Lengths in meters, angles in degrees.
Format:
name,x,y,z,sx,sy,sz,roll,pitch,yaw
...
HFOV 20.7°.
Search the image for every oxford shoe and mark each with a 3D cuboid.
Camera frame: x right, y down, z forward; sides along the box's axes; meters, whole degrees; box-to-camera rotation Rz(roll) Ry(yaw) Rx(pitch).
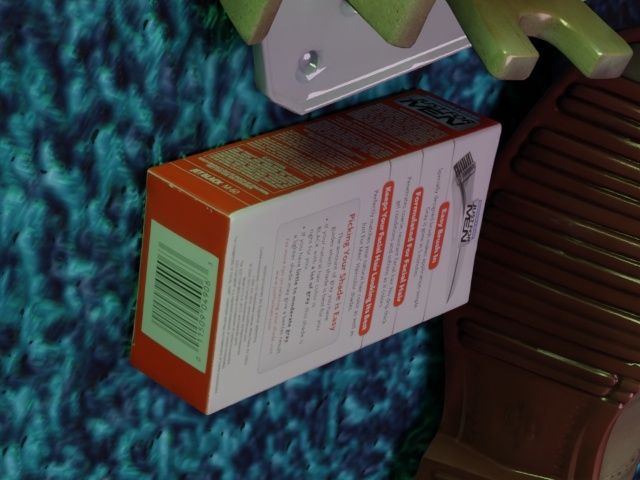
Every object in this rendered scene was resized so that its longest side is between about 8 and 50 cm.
name,x,y,z,sx,sy,sz,roll,pitch,yaw
oxford shoe,0.133,0.042,0.910,0.130,0.123,0.348,-33,145,-57

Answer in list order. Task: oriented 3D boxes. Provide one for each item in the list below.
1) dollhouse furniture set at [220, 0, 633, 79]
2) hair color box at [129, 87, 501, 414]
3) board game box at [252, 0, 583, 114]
name,x,y,z,sx,sy,sz,roll,pitch,yaw
dollhouse furniture set,0.095,-0.186,0.568,0.262,0.135,0.259,-3,135,-35
hair color box,0.000,0.000,0.744,0.167,0.053,0.093,-19,127,-43
board game box,0.122,-0.276,0.620,0.390,0.050,0.390,-24,134,-20
